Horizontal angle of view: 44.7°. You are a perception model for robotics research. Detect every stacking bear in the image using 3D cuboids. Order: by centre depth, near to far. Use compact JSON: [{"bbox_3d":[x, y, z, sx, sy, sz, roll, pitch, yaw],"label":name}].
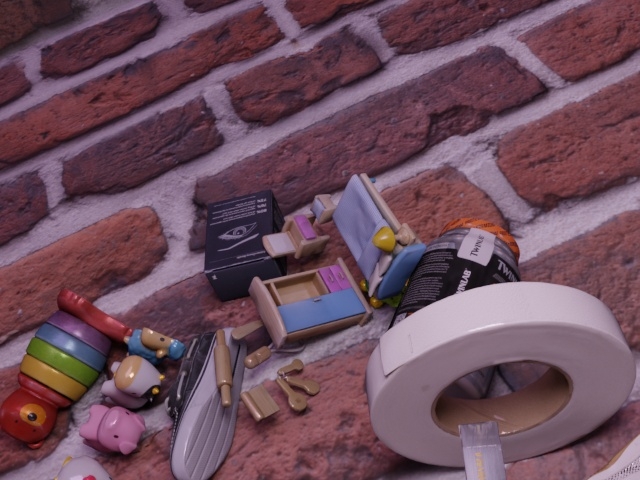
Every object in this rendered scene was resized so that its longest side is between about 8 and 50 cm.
[{"bbox_3d":[-0.526,0.264,1.549,0.164,0.175,0.289,-7,49,60],"label":"stacking bear"}]

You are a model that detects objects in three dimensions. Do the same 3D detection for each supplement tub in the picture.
[{"bbox_3d":[0.234,0.125,1.359,0.193,0.194,0.316,9,54,27],"label":"supplement tub"}]

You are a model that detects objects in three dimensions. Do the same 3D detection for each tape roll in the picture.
[{"bbox_3d":[0.256,0.209,1.139,0.391,0.392,0.072,-14,46,8],"label":"tape roll"}]

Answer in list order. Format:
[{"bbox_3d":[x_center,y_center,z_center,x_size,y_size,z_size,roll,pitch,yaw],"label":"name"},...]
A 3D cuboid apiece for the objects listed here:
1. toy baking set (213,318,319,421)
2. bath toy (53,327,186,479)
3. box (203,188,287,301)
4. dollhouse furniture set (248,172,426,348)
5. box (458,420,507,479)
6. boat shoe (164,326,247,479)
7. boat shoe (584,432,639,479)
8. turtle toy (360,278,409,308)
[{"bbox_3d":[-0.107,0.227,1.446,0.196,0.030,0.256,7,44,-26],"label":"toy baking set"},{"bbox_3d":[-0.369,0.337,1.444,0.128,0.151,0.348,17,60,5],"label":"bath toy"},{"bbox_3d":[-0.159,0.010,1.669,0.153,0.108,0.207,-12,47,10],"label":"box"},{"bbox_3d":[0.000,0.000,1.412,0.198,0.303,0.286,-11,56,-31],"label":"dollhouse furniture set"},{"bbox_3d":[0.240,0.390,1.091,0.056,0.231,0.183,-9,48,8],"label":"box"},{"bbox_3d":[-0.225,0.305,1.439,0.119,0.121,0.335,-11,35,21],"label":"boat shoe"},{"bbox_3d":[0.426,0.386,1.118,0.277,0.098,0.096,-37,47,-16],"label":"boat shoe"},{"bbox_3d":[0.132,0.085,1.521,0.095,0.066,0.130,-27,46,-4],"label":"turtle toy"}]
